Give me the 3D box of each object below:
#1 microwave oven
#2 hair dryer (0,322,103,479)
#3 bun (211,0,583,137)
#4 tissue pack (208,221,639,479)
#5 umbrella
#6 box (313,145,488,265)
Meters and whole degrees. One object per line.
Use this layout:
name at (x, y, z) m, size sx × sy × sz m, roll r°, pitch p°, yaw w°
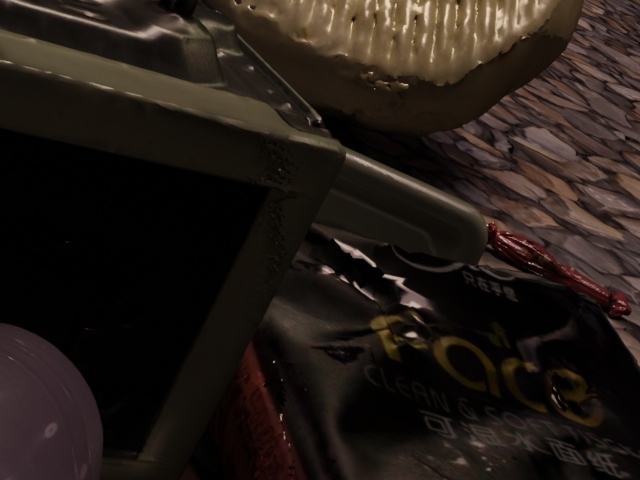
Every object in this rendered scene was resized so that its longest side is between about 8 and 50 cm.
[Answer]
microwave oven at (-0.214, -0.060, 0.593) m, size 0.355 × 0.218 × 0.286 m, roll 11°, pitch 27°, yaw -38°
hair dryer at (-0.055, 0.184, 0.390) m, size 0.361 × 0.121 × 0.301 m, roll 34°, pitch 29°, yaw 2°
bun at (0.055, -0.238, 1.298) m, size 0.360 × 0.359 × 0.211 m, roll 26°, pitch -24°, yaw -2°
tissue pack at (0.066, 0.105, 0.682) m, size 0.245 × 0.123 × 0.332 m, roll 21°, pitch 20°, yaw -23°
umbrella at (0.182, 0.018, 1.186) m, size 0.165 × 0.025 × 0.027 m, roll 29°, pitch 3°, yaw -2°
box at (0.000, 0.000, 0.873) m, size 0.172 × 0.124 × 0.093 m, roll 25°, pitch 9°, yaw -11°
